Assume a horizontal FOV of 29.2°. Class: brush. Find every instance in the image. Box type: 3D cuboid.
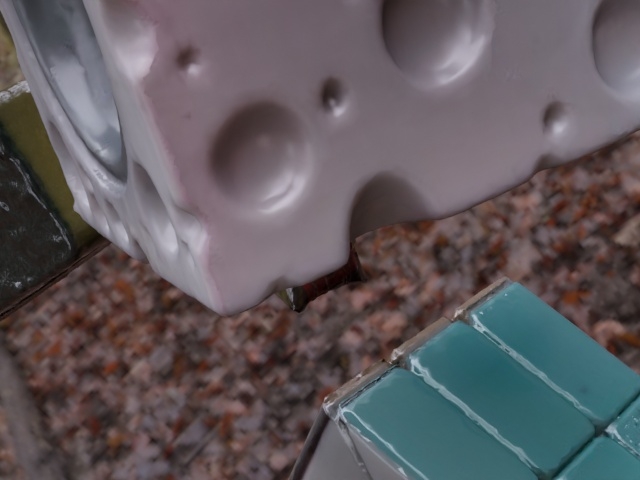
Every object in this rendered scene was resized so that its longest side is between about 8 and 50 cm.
[{"bbox_3d":[-0.232,-0.011,0.835,0.197,0.123,0.059,-31,3,36],"label":"brush"}]

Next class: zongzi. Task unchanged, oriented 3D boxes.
[{"bbox_3d":[0.000,0.000,0.794,0.083,0.073,0.067,-11,31,-33],"label":"zongzi"}]

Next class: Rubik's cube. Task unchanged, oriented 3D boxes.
[{"bbox_3d":[0.118,0.201,0.853,0.225,0.231,0.221,-28,-30,-44],"label":"Rubik's cube"}]

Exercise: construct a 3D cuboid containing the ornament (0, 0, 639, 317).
[{"bbox_3d":[-0.016,-0.140,0.547,0.240,0.239,0.239,-24,18,-19],"label":"ornament"}]
